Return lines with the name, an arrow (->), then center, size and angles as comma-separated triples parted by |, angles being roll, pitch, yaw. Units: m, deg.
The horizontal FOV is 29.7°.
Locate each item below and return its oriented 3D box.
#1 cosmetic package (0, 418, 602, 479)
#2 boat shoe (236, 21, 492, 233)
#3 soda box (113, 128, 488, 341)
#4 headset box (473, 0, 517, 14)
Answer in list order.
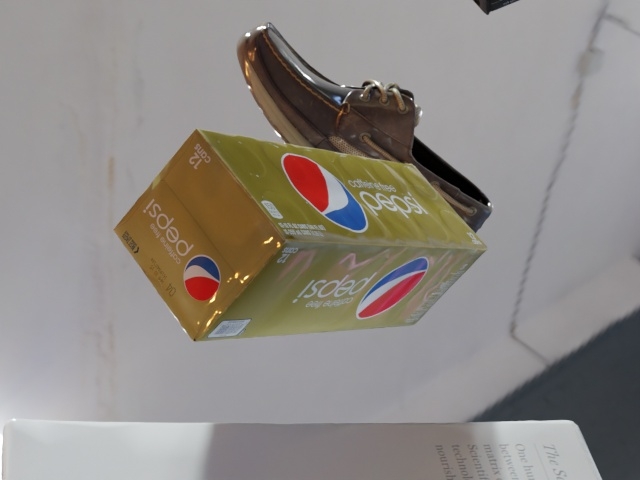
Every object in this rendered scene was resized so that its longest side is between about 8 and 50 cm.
cosmetic package -> 0.004, 0.185, 0.408 | 0.224, 0.224, 0.138 | 2, -52, -13
boat shoe -> 0.056, -0.121, 1.345 | 0.130, 0.132, 0.355 | -39, -68, 17
soda box -> 0.000, 0.000, 0.523 | 0.058, 0.061, 0.181 | -48, -24, 21
headset box -> 0.191, -0.351, 0.886 | 0.246, 0.131, 0.283 | -24, -41, -8
